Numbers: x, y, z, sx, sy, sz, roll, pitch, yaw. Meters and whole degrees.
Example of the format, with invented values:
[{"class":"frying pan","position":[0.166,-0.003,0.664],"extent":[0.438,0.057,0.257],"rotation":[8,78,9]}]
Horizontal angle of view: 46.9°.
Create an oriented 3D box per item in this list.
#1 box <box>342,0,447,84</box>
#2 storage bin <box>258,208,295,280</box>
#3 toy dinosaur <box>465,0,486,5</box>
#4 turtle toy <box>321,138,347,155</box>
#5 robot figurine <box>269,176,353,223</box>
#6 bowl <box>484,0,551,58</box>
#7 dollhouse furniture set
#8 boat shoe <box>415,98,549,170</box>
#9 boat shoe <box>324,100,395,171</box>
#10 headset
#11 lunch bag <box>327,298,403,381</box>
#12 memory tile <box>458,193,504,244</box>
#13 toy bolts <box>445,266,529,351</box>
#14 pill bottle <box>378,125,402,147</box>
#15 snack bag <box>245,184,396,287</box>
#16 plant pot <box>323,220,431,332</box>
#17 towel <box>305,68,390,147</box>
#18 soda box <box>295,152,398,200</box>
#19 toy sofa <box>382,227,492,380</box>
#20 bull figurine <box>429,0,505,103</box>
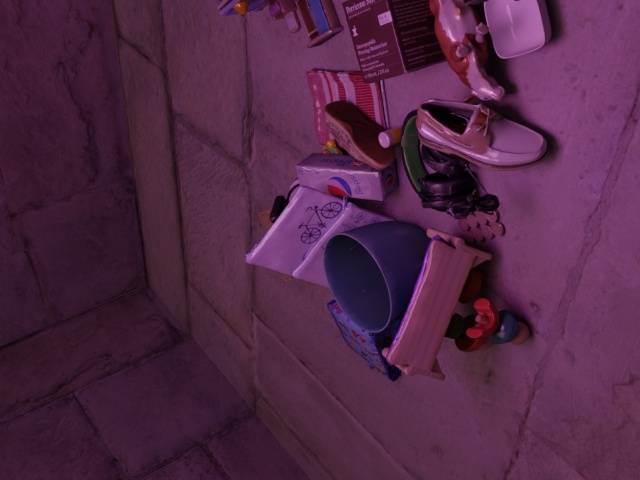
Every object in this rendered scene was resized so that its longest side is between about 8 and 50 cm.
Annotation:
[{"class":"box","position":[0.184,-0.495,1.739],"extent":[0.168,0.167,0.203],"rotation":[1,111,58]},{"class":"storage bin","position":[-0.066,-0.012,2.534],"extent":[0.260,0.123,0.262],"rotation":[-14,97,60]},{"class":"toy dinosaur","position":[0.373,-0.552,1.363],"extent":[0.160,0.313,0.121],"rotation":[55,-175,-26]},{"class":"turtle toy","position":[0.033,-0.242,2.238],"extent":[0.095,0.066,0.130],"rotation":[44,162,-2]},{"class":"robot figurine","position":[-0.027,-0.086,2.283],"extent":[0.173,0.209,0.278],"rotation":[-41,29,41]},{"class":"bowl","position":[0.411,-0.456,1.516],"extent":[0.142,0.053,0.142],"rotation":[-1,110,58]},{"class":"dollhouse furniture set","position":[-0.146,-0.613,2.055],"extent":[0.286,0.303,0.198],"rotation":[-11,100,60]},{"class":"boat shoe","position":[0.348,-0.237,1.626],"extent":[0.302,0.113,0.103],"rotation":[15,153,26]},{"class":"boat shoe","position":[0.109,-0.278,2.039],"extent":[0.285,0.104,0.089],"rotation":[53,155,36]},{"class":"headset","position":[0.287,-0.168,1.787],"extent":[0.394,0.185,0.243],"rotation":[-132,32,-49]},{"class":"lunch bag","position":[0.159,0.327,2.422],"extent":[0.221,0.138,0.293],"rotation":[33,146,40]},{"class":"memory tile","position":[0.397,-0.053,1.863],"extent":[0.148,0.012,0.113],"rotation":[-21,92,61]},{"class":"toy bolts","position":[0.434,0.193,1.908],"extent":[0.228,0.158,0.218],"rotation":[6,75,68]},{"class":"pill bottle","position":[0.197,-0.277,1.956],"extent":[0.043,0.083,0.043],"rotation":[38,140,40]},{"class":"snack bag","position":[0.000,0.000,2.145],"extent":[0.323,0.342,0.037],"rotation":[-51,36,28]},{"class":"plant pot","position":[0.189,0.078,2.068],"extent":[0.293,0.235,0.293],"rotation":[37,139,42]},{"class":"towel","position":[0.078,-0.371,2.134],"extent":[0.329,0.037,0.237],"rotation":[20,128,52]},{"class":"soda box","position":[0.074,-0.184,2.116],"extent":[0.286,0.098,0.091],"rotation":[8,124,33]},{"class":"toy sofa","position":[0.268,0.155,1.869],"extent":[0.150,0.177,0.362],"rotation":[30,101,67]},{"class":"bull figurine","position":[0.310,-0.444,1.594],"extent":[0.188,0.101,0.310],"rotation":[47,-159,-80]}]
